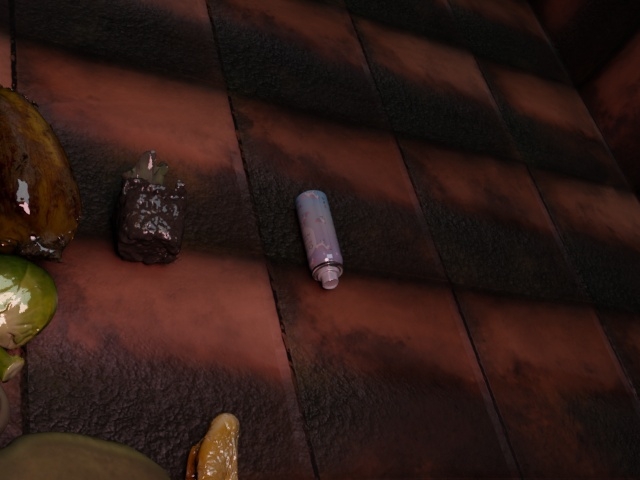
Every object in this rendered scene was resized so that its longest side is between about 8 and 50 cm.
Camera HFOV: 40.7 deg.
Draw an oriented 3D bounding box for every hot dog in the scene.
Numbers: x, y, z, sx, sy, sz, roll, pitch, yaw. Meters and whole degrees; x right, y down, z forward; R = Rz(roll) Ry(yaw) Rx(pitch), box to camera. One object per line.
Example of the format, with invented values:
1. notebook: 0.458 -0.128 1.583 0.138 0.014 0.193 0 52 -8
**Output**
1. hot dog: -0.171 0.383 1.356 0.073 0.084 0.242 19 46 -25

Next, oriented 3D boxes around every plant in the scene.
1. plant: -0.320 -0.058 1.614 0.131 0.142 0.203 3 61 -24

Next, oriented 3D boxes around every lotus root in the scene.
1. lotus root: -0.525 -0.119 1.467 0.196 0.179 0.397 -6 57 -38

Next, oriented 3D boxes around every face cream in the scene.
1. face cream: 0.000 0.000 1.845 0.075 0.075 0.229 11 47 -30

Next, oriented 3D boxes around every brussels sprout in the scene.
1. brussels sprout: -0.487 0.097 1.350 0.155 0.117 0.155 7 77 -30

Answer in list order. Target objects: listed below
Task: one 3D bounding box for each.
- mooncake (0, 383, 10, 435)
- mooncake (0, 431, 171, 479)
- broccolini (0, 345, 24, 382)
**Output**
1. mooncake: -0.510 0.258 1.074 0.135 0.275 0.275 41 40 5
2. mooncake: -0.334 0.422 1.100 0.351 0.187 0.351 34 36 -29
3. broccolini: -0.542 0.078 1.268 0.392 0.078 0.074 38 46 26
